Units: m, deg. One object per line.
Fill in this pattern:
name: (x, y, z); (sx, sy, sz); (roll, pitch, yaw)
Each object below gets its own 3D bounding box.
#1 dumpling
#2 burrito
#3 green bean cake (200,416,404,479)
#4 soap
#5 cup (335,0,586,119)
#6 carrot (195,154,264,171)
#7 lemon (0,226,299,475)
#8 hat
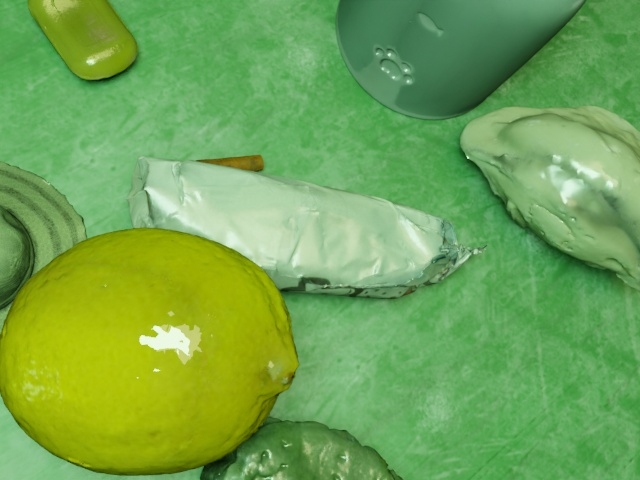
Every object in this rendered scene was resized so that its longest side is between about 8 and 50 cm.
dumpling: (0.355, -0.094, 0.901); (0.318, 0.187, 0.243); (42, 70, 0)
burrito: (0.000, 0.000, 0.806); (0.445, 0.101, 0.139); (9, 71, -16)
green bean cake: (-0.033, 0.302, 0.702); (0.222, 0.125, 0.227); (26, 64, -10)
soap: (-0.280, -0.252, 0.816); (0.089, 0.045, 0.140); (-33, 86, -26)
cup: (0.167, -0.370, 0.872); (0.259, 0.274, 0.357); (-17, 82, -22)
carrot: (-0.115, -0.087, 0.832); (0.093, 0.032, 0.032); (-12, 79, -25)
lemon: (-0.162, 0.102, 0.649); (0.263, 0.236, 0.236); (11, 72, -11)
hat: (-0.351, 0.017, 0.682); (0.252, 0.110, 0.252); (5, 73, -16)
